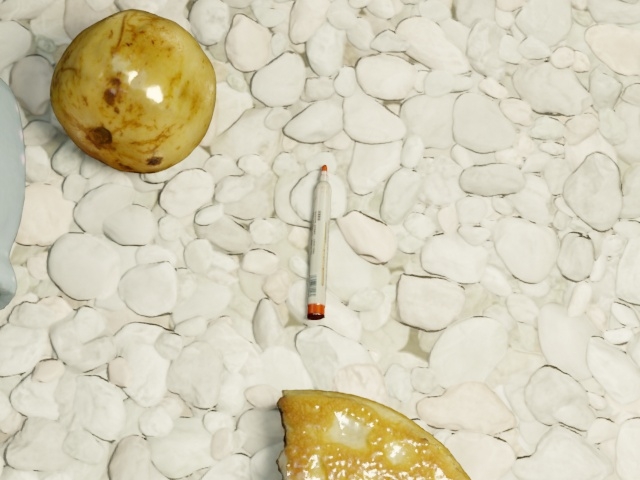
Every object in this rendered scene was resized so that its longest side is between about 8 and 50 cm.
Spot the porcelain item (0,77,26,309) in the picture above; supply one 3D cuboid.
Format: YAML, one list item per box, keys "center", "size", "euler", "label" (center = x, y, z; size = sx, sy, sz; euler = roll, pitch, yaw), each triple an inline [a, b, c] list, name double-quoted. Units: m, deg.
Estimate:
- center: [-0.500, -0.106, 1.988]
  size: [0.243, 0.178, 0.405]
  euler: [-9, 73, -7]
  label: "porcelain item"

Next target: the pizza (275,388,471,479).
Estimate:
- center: [0.068, 0.354, 1.880]
  size: [0.409, 0.114, 0.278]
  euler: [41, 72, 12]
  label: "pizza"

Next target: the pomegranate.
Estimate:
- center: [-0.241, -0.201, 2.032]
  size: [0.215, 0.215, 0.215]
  euler: [1, 70, -2]
  label: "pomegranate"

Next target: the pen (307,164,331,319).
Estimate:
- center: [0.000, 0.000, 2.055]
  size: [0.026, 0.026, 0.218]
  euler: [4, 69, -1]
  label: "pen"
